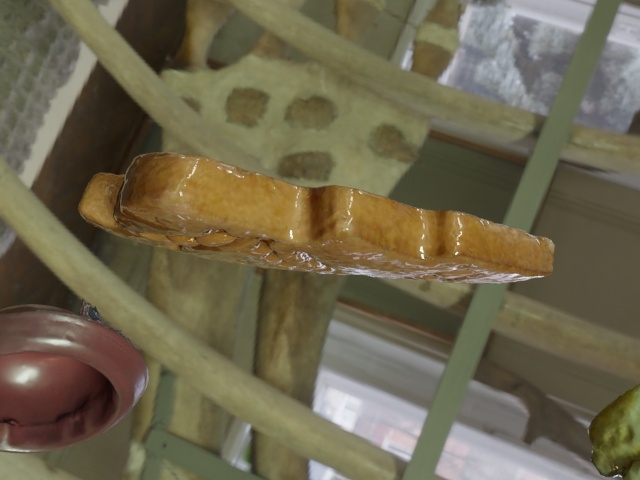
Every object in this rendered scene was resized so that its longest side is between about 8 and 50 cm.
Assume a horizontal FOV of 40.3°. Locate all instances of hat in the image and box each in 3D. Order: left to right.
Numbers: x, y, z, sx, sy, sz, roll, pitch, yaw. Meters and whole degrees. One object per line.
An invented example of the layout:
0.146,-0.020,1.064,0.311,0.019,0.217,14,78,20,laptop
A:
-0.258,0.114,0.785,0.206,0.205,0.089,95,-12,-46,hat

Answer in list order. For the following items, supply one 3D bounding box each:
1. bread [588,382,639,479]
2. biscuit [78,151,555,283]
0.507,0.290,0.910,0.239,0.395,0.264,10,134,-37,bread
0.000,0.000,0.566,0.284,0.306,0.043,92,5,-84,biscuit
